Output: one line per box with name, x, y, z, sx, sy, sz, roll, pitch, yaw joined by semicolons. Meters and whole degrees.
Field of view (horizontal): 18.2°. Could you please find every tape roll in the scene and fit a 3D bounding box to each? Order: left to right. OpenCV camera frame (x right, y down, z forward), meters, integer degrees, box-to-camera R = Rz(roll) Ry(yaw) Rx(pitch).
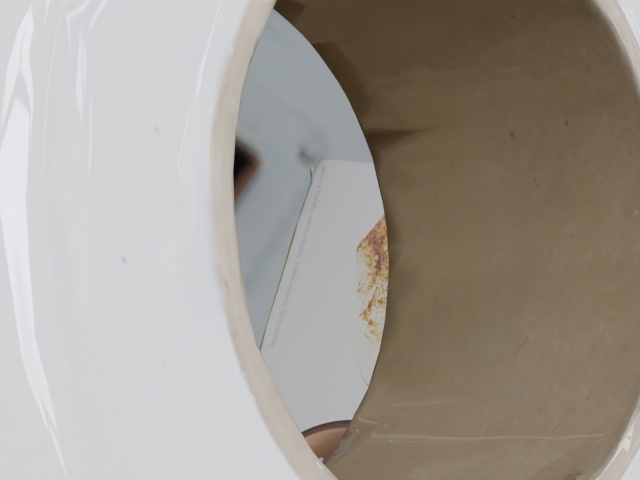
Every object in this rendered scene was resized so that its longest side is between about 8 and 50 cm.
tape roll;0.000;0.000;0.455;0.100;0.286;0.286;-6;-33;45

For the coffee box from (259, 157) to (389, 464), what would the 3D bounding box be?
coffee box;0.150;0.181;1.306;0.334;0.337;0.338;6;-26;23
